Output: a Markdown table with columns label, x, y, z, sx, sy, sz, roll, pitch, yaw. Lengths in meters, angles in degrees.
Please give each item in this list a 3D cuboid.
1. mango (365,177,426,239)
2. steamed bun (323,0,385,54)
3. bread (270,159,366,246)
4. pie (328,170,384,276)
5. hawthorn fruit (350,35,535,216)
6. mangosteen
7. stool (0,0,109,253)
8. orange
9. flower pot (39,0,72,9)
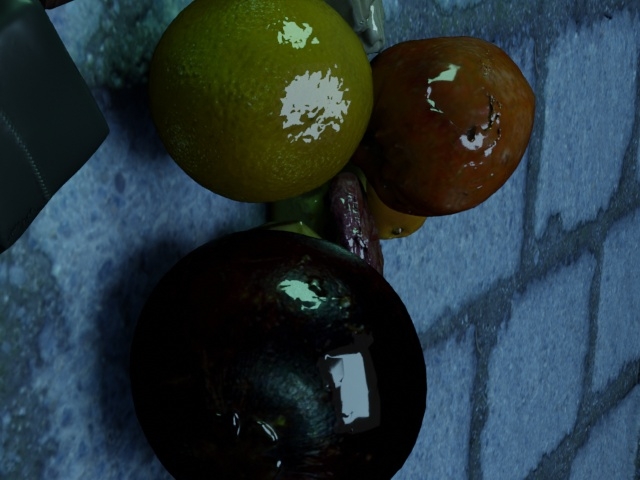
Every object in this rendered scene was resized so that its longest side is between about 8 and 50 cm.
| label | x | y | z | sx | sy | sz | roll | pitch | yaw |
| --- | --- | --- | --- | --- | --- | --- | --- | --- | --- |
| mango | 0.086 | -0.110 | 1.517 | 0.145 | 0.113 | 0.219 | -128 | -149 | -79 |
| steamed bun | -0.009 | -0.297 | 1.275 | 0.211 | 0.144 | 0.218 | 73 | 9 | -52 |
| bread | 0.000 | 0.000 | 1.444 | 0.138 | 0.077 | 0.361 | -27 | 122 | -55 |
| pie | 0.044 | -0.009 | 1.346 | 0.154 | 0.036 | 0.154 | -13 | 90 | -81 |
| hawthorn fruit | 0.162 | -0.145 | 1.373 | 0.299 | 0.211 | 0.211 | -24 | 121 | -42 |
| mangosteen | -0.039 | 0.132 | 1.204 | 0.330 | 0.330 | 0.330 | -27 | 122 | -54 |
| stool | -0.277 | -0.091 | 0.802 | 0.141 | 0.232 | 0.232 | -57 | 143 | -30 |
| orange | -0.059 | -0.145 | 1.135 | 0.236 | 0.236 | 0.236 | -27 | 122 | -54 |
| flower pot | -0.221 | -0.245 | 0.976 | 0.089 | 0.111 | 0.111 | -38 | 133 | -29 |
